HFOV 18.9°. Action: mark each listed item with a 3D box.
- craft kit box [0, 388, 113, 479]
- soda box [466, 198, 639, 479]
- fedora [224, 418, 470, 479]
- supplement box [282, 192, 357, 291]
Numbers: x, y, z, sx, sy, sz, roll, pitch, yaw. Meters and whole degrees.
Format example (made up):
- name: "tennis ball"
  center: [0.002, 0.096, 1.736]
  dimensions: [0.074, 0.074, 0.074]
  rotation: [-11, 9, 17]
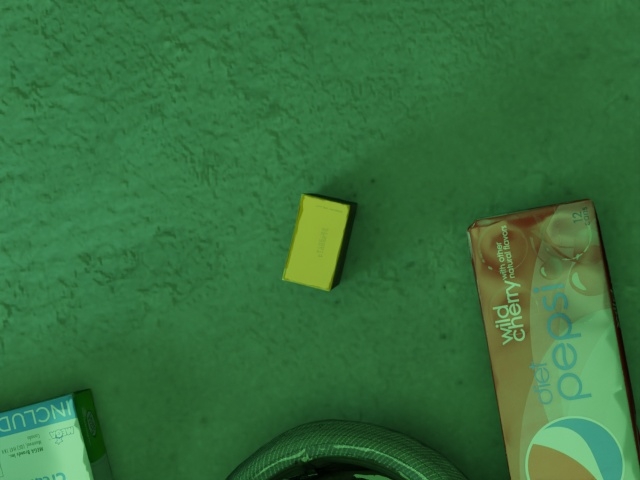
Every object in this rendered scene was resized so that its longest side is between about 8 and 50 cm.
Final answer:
- name: "craft kit box"
  center: [-0.258, 0.257, 1.401]
  dimensions: [0.250, 0.061, 0.246]
  rotation: [-14, 87, 8]
- name: "soda box"
  center: [0.167, 0.110, 1.307]
  dimensions: [0.092, 0.083, 0.263]
  rotation: [-11, 81, 8]
- name: "fedora"
  center: [0.031, 0.262, 1.320]
  dimensions: [0.244, 0.124, 0.275]
  rotation: [-25, 78, 10]
- name: "supplement box"
  center: [0.000, 0.000, 1.337]
  dimensions: [0.036, 0.098, 0.062]
  rotation: [13, 92, 4]
